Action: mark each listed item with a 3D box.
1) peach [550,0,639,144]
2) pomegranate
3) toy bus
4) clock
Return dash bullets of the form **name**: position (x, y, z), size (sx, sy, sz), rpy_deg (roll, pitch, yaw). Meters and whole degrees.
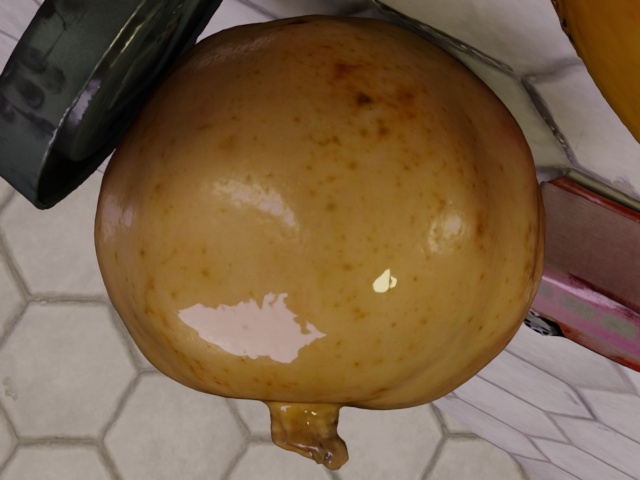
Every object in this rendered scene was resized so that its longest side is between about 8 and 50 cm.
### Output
- **peach**: position (0.248, -0.116, 0.463), size (0.373, 0.290, 0.372), rpy_deg (7, -166, -2)
- **pomegranate**: position (0.000, 0.000, 1.156), size (0.411, 0.411, 0.411), rpy_deg (29, 166, 8)
- **toy bus**: position (0.320, 0.059, 1.264), size (0.303, 0.127, 0.147), rpy_deg (26, 162, 17)
- **clock**: position (-0.162, -0.169, 1.081), size (0.066, 0.319, 0.319), rpy_deg (35, 166, 0)
